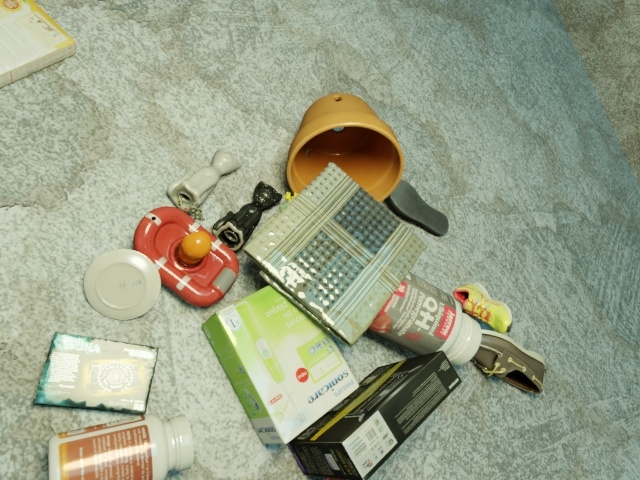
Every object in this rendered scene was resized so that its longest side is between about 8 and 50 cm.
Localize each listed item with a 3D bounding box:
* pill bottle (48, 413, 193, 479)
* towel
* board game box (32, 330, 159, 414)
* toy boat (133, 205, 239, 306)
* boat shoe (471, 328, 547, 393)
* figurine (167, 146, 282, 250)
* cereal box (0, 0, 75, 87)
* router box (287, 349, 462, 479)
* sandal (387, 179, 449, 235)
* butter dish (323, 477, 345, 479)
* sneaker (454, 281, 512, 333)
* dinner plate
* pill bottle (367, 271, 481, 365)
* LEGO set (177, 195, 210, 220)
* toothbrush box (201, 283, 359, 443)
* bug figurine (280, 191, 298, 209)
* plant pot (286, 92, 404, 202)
[{"bbox_3d":[-0.333,0.366,0.772,0.216,0.121,0.121,-2,70,-30],"label":"pill bottle"},{"bbox_3d":[0.037,0.021,1.011,0.312,0.056,0.324,42,63,3],"label":"towel"},{"bbox_3d":[-0.405,0.246,0.843,0.186,0.026,0.126,16,62,-23],"label":"board game box"},{"bbox_3d":[-0.268,0.021,0.943,0.231,0.151,0.151,39,55,-9],"label":"toy boat"},{"bbox_3d":[0.501,0.335,1.265,0.324,0.116,0.097,27,55,-24],"label":"boat shoe"},{"bbox_3d":[-0.214,-0.114,1.084,0.215,0.092,0.209,41,47,-7],"label":"figurine"},{"bbox_3d":[-0.683,-0.425,0.971,0.173,0.047,0.240,45,55,-5],"label":"cereal box"},{"bbox_3d":[0.110,0.359,0.952,0.308,0.243,0.081,-28,84,-35],"label":"router box"},{"bbox_3d":[0.280,-0.088,1.371,0.254,0.054,0.097,36,62,-23],"label":"sandal"},{"bbox_3d":[-0.019,0.542,0.882,0.160,0.118,0.160,38,49,-60],"label":"butter dish"},{"bbox_3d":[0.449,0.193,1.281,0.094,0.208,0.082,-2,114,-19],"label":"sneaker"},{"bbox_3d":[-0.385,0.087,0.889,0.141,0.017,0.141,-2,97,-15],"label":"dinner plate"},{"bbox_3d":[0.236,0.187,1.139,0.318,0.176,0.176,29,57,-15],"label":"pill bottle"},{"bbox_3d":[-0.280,-0.064,0.996,0.083,0.054,0.023,14,39,18],"label":"LEGO set"},{"bbox_3d":[-0.086,0.243,0.968,0.206,0.122,0.283,-24,84,-36],"label":"toothbrush box"},{"bbox_3d":[0.000,0.000,1.099,0.216,0.072,0.279,8,88,-18],"label":"bug figurine"},{"bbox_3d":[0.055,-0.239,1.185,0.290,0.291,0.204,16,45,-23],"label":"plant pot"}]
